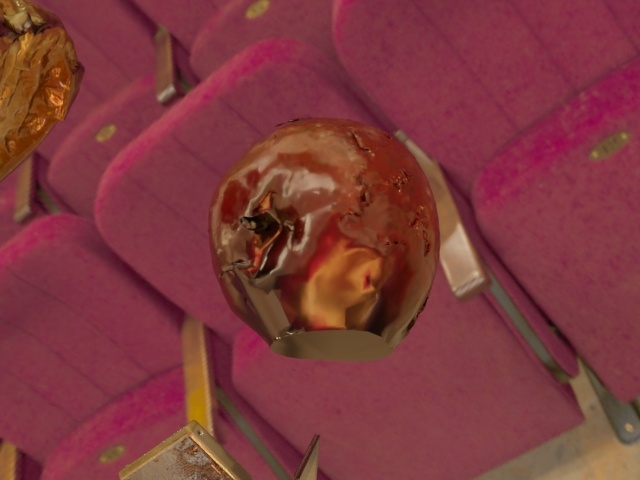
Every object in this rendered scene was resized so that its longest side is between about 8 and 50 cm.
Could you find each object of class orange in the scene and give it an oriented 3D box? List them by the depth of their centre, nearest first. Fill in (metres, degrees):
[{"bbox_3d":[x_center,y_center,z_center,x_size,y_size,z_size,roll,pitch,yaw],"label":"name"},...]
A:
[{"bbox_3d":[-0.429,-0.157,0.937,0.369,0.210,0.271,-72,5,-71],"label":"orange"}]

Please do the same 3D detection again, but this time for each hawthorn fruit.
[{"bbox_3d":[0.008,0.005,1.025,0.316,0.316,0.316,-25,46,29],"label":"hawthorn fruit"}]

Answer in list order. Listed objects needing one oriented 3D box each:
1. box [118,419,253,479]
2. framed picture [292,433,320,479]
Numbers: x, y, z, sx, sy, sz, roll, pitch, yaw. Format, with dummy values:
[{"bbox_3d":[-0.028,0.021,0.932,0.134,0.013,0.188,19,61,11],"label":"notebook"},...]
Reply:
[{"bbox_3d":[-0.297,0.523,1.875,0.270,0.211,0.045,-36,11,31],"label":"box"},{"bbox_3d":[-0.038,0.558,1.570,0.016,0.265,0.347,5,95,7],"label":"framed picture"}]
